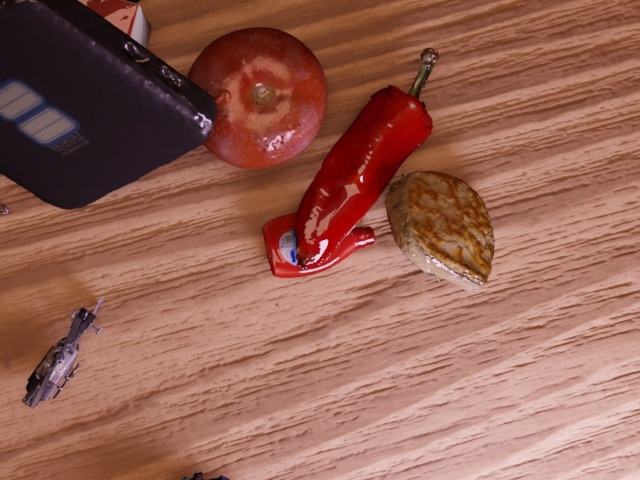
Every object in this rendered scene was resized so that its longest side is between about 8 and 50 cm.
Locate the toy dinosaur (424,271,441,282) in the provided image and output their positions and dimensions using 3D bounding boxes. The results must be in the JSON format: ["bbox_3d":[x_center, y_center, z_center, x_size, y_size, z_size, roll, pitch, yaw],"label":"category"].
[{"bbox_3d":[0.160,0.027,1.986,0.083,0.047,0.030,43,85,-4],"label":"toy dinosaur"}]

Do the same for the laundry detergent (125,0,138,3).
[{"bbox_3d":[-0.334,-0.446,1.946,0.097,0.061,0.206,-42,92,-5],"label":"laundry detergent"}]

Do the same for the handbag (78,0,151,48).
[{"bbox_3d":[-0.405,-0.292,1.881,0.298,0.171,0.151,13,89,-2],"label":"handbag"}]

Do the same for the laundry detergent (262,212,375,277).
[{"bbox_3d":[0.000,0.000,1.971,0.165,0.049,0.097,-11,83,-10],"label":"laundry detergent"}]

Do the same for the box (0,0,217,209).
[{"bbox_3d":[-0.363,-0.190,1.765,0.350,0.359,0.091,34,51,-32],"label":"box"}]

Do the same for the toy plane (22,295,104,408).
[{"bbox_3d":[-0.372,0.164,1.904,0.053,0.078,0.197,35,69,-2],"label":"toy plane"}]

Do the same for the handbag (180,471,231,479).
[{"bbox_3d":[-0.124,0.451,1.899,0.260,0.113,0.162,35,90,-5],"label":"handbag"}]

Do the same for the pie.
[{"bbox_3d":[0.179,-0.013,1.938,0.205,0.084,0.178,22,50,-29],"label":"pie"}]

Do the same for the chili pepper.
[{"bbox_3d":[0.070,-0.120,1.944,0.110,0.110,0.387,37,76,-4],"label":"chili pepper"}]

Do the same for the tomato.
[{"bbox_3d":[-0.093,-0.207,1.899,0.208,0.184,0.208,-1,93,-9],"label":"tomato"}]

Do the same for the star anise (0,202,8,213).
[{"bbox_3d":[-0.534,-0.075,1.884,0.172,0.063,0.208,-8,102,-38],"label":"star anise"}]
